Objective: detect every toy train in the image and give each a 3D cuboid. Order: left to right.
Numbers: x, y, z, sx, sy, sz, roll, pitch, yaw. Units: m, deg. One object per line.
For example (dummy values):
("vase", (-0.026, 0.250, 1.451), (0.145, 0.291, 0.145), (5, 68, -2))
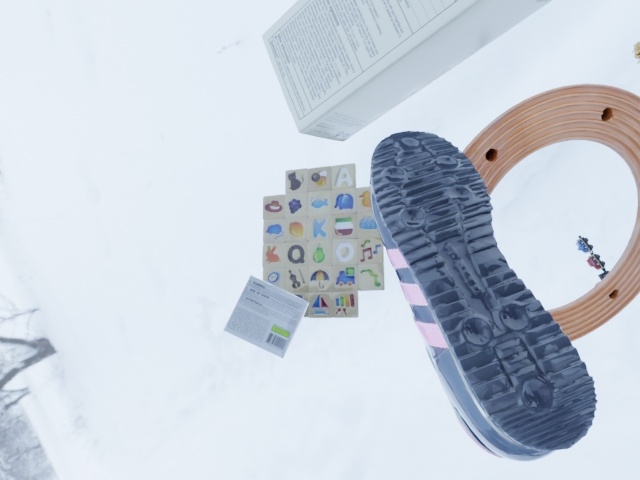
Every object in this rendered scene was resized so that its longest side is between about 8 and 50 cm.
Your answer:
("toy train", (0.745, 0.057, 1.265), (0.158, 0.036, 0.027), (61, 180, 14))

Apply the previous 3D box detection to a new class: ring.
("ring", (0.282, -0.014, 0.565), (0.032, 0.337, 0.336), (-119, 23, -67))

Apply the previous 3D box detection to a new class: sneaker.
("sneaker", (0.116, 0.039, 0.435), (0.131, 0.112, 0.318), (86, 173, -57))

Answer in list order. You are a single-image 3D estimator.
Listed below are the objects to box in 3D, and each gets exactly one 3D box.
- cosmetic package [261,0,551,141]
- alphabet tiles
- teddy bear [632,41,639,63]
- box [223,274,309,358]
("cosmetic package", (0.087, -0.269, 0.567), (0.310, 0.113, 0.160), (-27, 78, 34))
("alphabet tiles", (0.000, 0.000, 1.038), (0.285, 0.011, 0.342), (-4, 81, 20))
("teddy bear", (0.693, -0.421, 0.773), (0.338, 0.113, 0.245), (-44, 46, 25))
("box", (-0.093, 0.144, 0.859), (0.114, 0.103, 0.203), (25, 169, 3))
